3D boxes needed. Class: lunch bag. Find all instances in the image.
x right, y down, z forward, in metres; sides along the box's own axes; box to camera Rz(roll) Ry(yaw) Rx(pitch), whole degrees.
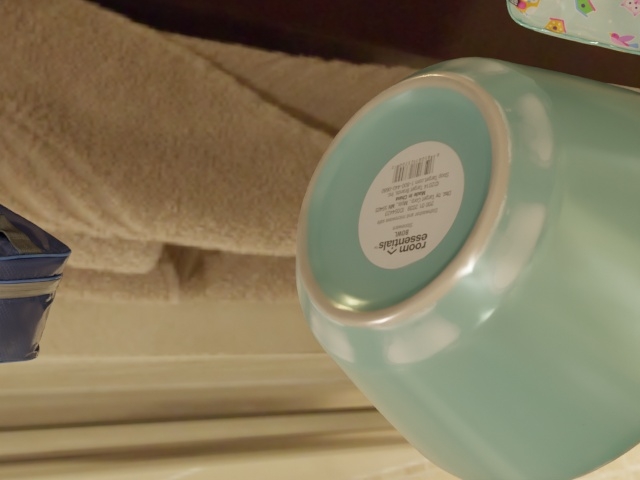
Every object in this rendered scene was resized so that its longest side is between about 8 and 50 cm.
[{"bbox_3d":[0.409,-0.402,1.436,0.279,0.108,0.224,19,138,16],"label":"lunch bag"},{"bbox_3d":[-0.169,0.008,0.458,0.098,0.067,0.065,28,103,26],"label":"lunch bag"}]

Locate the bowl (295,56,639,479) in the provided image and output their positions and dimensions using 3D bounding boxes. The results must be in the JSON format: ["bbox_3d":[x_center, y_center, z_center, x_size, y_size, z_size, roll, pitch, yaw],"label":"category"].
[{"bbox_3d":[0.100,-0.002,0.679,0.312,0.163,0.311,-28,49,37],"label":"bowl"}]

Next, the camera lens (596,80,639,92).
[{"bbox_3d":[0.424,-0.080,1.266,0.219,0.275,0.219,-171,90,-85],"label":"camera lens"}]
